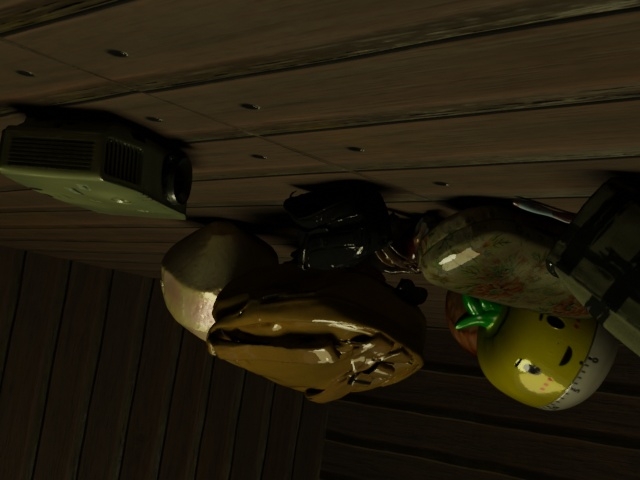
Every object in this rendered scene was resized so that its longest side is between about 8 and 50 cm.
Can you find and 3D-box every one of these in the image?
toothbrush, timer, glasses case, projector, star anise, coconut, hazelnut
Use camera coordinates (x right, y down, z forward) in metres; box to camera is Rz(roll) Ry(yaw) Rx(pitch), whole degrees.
[{"bbox_3d":[0.329,-0.031,1.319,0.193,0.013,0.019,13,165,-30],"label":"toothbrush"},{"bbox_3d":[0.362,0.152,1.764,0.285,0.285,0.285,8,172,1],"label":"timer"},{"bbox_3d":[0.320,0.039,1.446,0.425,0.098,0.156,15,142,-39],"label":"glasses case"},{"bbox_3d":[-0.264,-0.088,1.268,0.194,0.088,0.269,5,172,14],"label":"projector"},{"bbox_3d":[0.155,0.008,1.543,0.229,0.093,0.236,1,174,14],"label":"star anise"},{"bbox_3d":[-0.185,0.075,1.872,0.237,0.236,0.197,13,-156,-30],"label":"coconut"},{"bbox_3d":[0.356,0.161,2.004,0.214,0.176,0.214,40,154,24],"label":"hazelnut"}]

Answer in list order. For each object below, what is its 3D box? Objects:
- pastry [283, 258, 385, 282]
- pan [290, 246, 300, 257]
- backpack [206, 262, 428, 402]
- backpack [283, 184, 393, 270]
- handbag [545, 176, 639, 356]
[{"bbox_3d":[-0.004,0.096,1.998,0.170,0.237,0.256,51,-174,2],"label":"pastry"},{"bbox_3d":[0.000,-0.003,1.757,0.115,0.040,0.212,11,165,-24],"label":"pan"},{"bbox_3d":[0.009,0.149,1.682,0.378,0.201,0.353,-8,154,38],"label":"backpack"},{"bbox_3d":[0.032,-0.019,1.382,0.106,0.120,0.165,-13,-174,-37],"label":"backpack"},{"bbox_3d":[0.455,0.090,1.139,0.325,0.162,0.327,42,-168,27],"label":"handbag"}]
